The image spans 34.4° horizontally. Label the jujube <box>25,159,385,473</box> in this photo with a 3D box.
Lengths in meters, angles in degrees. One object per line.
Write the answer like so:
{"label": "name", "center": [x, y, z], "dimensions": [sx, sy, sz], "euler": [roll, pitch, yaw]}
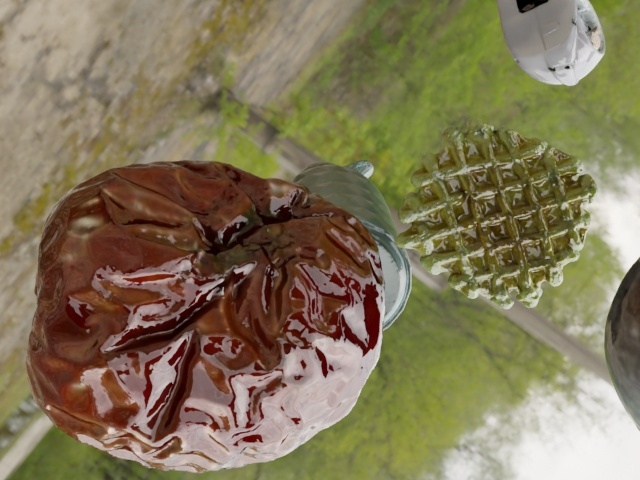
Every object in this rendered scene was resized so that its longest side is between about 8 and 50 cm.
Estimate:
{"label": "jujube", "center": [-0.077, 0.054, 0.699], "dimensions": [0.213, 0.232, 0.213], "euler": [-176, -90, -74]}

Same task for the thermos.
{"label": "thermos", "center": [0.000, 0.000, 1.178], "dimensions": [0.182, 0.145, 0.286], "euler": [-32, -159, 7]}

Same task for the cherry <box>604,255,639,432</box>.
{"label": "cherry", "center": [0.356, 0.079, 0.825], "dimensions": [0.255, 0.218, 0.296], "euler": [-43, 141, -10]}

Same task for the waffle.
{"label": "waffle", "center": [0.171, -0.025, 1.009], "dimensions": [0.036, 0.183, 0.169], "euler": [-72, -174, -80]}

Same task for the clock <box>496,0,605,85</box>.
{"label": "clock", "center": [0.234, -0.233, 1.031], "dimensions": [0.080, 0.176, 0.117], "euler": [-21, 162, 34]}
